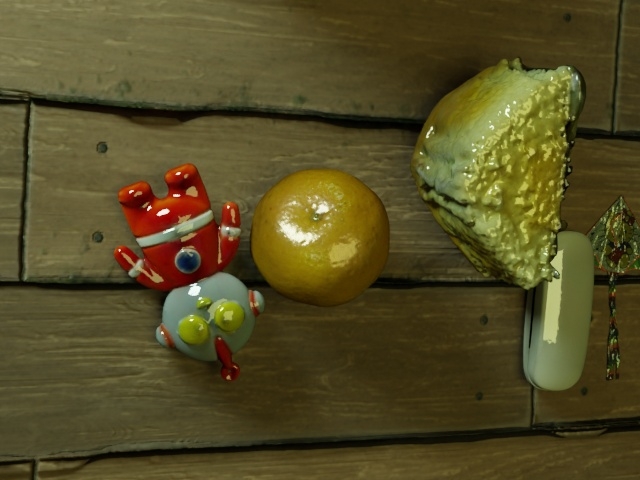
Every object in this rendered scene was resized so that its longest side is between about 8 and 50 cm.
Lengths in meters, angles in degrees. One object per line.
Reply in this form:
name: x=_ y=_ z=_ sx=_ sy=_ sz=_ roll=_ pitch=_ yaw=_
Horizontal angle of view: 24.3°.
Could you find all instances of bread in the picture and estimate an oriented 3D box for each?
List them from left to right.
bread: x=0.193 y=-0.083 z=1.712 sx=0.163 sy=0.204 sz=0.262 roll=3 pitch=98 yaw=-18

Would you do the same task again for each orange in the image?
orange: x=0.000 y=0.000 z=1.639 sx=0.159 sy=0.159 sz=0.136 roll=-49 pitch=159 yaw=-16

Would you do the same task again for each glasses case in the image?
glasses case: x=0.299 y=0.088 z=1.865 sx=0.081 sy=0.051 sz=0.204 roll=4 pitch=95 yaw=-26

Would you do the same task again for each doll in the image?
doll: x=-0.136 y=0.043 z=1.604 sx=0.142 sy=0.076 sz=0.245 roll=-19 pitch=102 yaw=-3

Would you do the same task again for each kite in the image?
kite: x=0.380 y=0.062 z=1.935 sx=0.198 sy=0.006 sz=0.244 roll=0 pitch=95 yaw=-30
